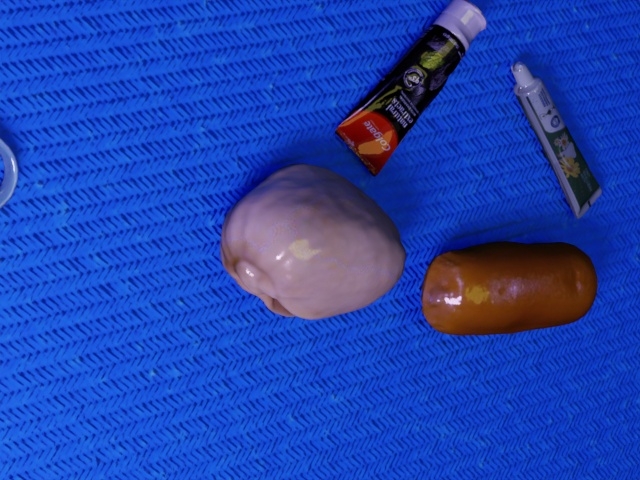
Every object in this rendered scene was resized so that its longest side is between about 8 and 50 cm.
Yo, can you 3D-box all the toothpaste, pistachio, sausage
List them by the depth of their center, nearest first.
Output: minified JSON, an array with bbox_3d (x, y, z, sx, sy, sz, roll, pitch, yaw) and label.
[{"bbox_3d":[0.000,0.000,1.547,0.200,0.117,0.145,-1,92,-39],"label":"pistachio"},{"bbox_3d":[0.093,-0.155,1.649,0.193,0.045,0.071,-50,123,-14],"label":"toothpaste"},{"bbox_3d":[0.199,0.049,1.730,0.238,0.098,0.098,-2,98,-39],"label":"sausage"},{"bbox_3d":[0.253,-0.111,1.787,0.049,0.031,0.204,-47,124,-23],"label":"toothpaste"}]

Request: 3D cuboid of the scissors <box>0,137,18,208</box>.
[{"bbox_3d":[-0.341,-0.108,1.316,0.125,0.030,0.256,-43,123,-25],"label":"scissors"}]
